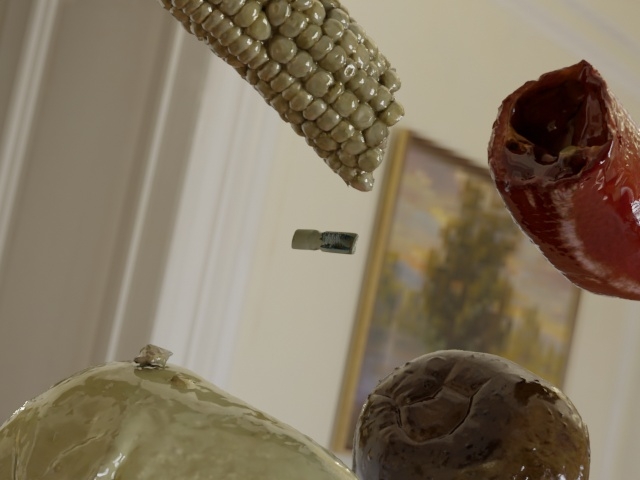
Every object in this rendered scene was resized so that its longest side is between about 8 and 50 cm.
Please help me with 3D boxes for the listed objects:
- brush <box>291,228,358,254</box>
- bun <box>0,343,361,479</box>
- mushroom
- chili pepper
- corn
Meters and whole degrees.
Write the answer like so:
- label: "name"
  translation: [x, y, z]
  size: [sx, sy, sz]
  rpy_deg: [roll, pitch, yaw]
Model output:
- label: "brush"
  translation: [0.000, 0.000, 1.368]
  size: [0.013, 0.016, 0.083]
  rpy_deg: [13, -4, -32]
- label: "bun"
  translation: [-0.065, 0.182, 0.841]
  size: [0.259, 0.160, 0.259]
  rpy_deg: [37, -31, 27]
- label: "mushroom"
  translation: [0.114, 0.183, 1.568]
  size: [0.231, 0.194, 0.138]
  rpy_deg: [4, -50, 43]
- label: "chili pepper"
  translation: [0.265, -0.012, 1.611]
  size: [0.131, 0.134, 0.338]
  rpy_deg: [-27, -42, 21]
- label: "corn"
  translation: [-0.024, -0.126, 1.060]
  size: [0.211, 0.087, 0.087]
  rpy_deg: [42, -14, -13]
